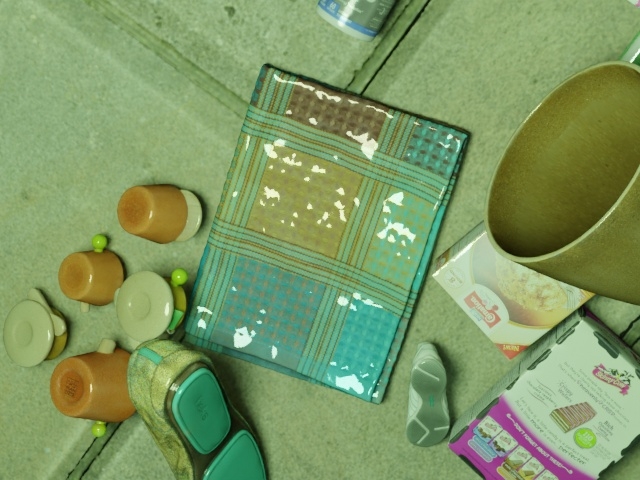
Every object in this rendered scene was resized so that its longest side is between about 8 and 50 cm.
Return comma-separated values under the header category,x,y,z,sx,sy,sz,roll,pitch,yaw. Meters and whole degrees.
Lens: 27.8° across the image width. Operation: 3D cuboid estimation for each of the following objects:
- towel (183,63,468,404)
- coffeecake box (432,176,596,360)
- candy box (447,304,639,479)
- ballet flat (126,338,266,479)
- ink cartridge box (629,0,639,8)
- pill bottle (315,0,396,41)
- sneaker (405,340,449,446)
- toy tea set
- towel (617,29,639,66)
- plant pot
category,x,y,z,sx,sy,sz,roll,pitch,yaw
towel,0.000,0.000,1.582,0.272,0.040,0.370,19,107,4
coffeecake box,0.248,0.026,1.530,0.185,0.068,0.142,-41,96,18
candy box,0.291,0.214,1.572,0.159,0.071,0.233,43,108,-3
ballet flat,-0.154,0.241,1.605,0.123,0.123,0.348,-5,137,11
ink cartridge box,0.338,-0.260,1.314,0.122,0.088,0.052,33,111,-3
pill bottle,0.059,-0.302,1.467,0.078,0.078,0.137,30,108,1
sneaker,0.135,0.192,1.606,0.054,0.061,0.152,3,125,1
toy tea set,-0.243,0.083,1.629,0.336,0.124,0.200,-46,64,21
towel,0.463,-0.103,1.474,0.325,0.038,0.247,33,107,0
plant pot,0.349,-0.027,1.381,0.254,0.237,0.237,30,110,-25
